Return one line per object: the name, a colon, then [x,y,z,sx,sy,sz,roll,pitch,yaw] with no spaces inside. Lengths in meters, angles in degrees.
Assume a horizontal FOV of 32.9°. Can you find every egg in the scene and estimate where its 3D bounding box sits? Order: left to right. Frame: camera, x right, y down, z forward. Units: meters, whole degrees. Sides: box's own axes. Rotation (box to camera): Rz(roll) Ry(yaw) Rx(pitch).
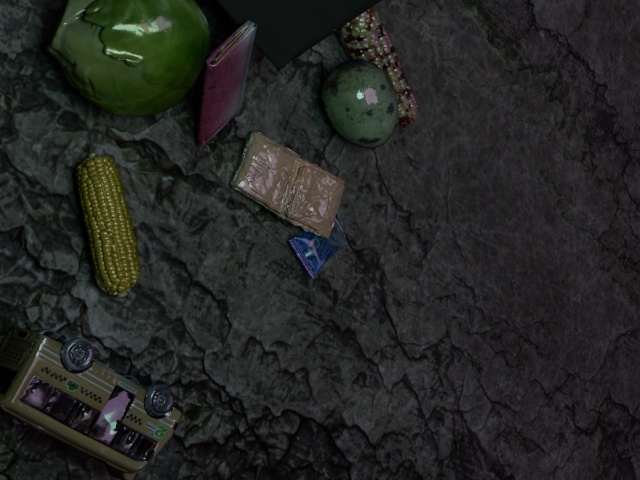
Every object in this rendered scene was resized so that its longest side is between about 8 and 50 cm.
egg: [0.078,-0.257,2.056,0.141,0.141,0.181,-48,125,-30]

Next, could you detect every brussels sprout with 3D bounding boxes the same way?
brussels sprout: [-0.292,-0.305,1.679,0.244,0.244,0.244,-1,92,-42]

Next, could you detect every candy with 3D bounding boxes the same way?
candy: [0.000,0.001,2.064,0.136,0.038,0.088,-43,105,-40]

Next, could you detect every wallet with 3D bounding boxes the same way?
wallet: [-0.160,-0.257,1.814,0.025,0.232,0.119,34,60,9]

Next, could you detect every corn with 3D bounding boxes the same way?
corn: [-0.338,-0.023,1.733,0.080,0.080,0.238,-18,104,-40]
corn: [0.111,-0.346,2.124,0.092,0.092,0.280,-49,125,-30]

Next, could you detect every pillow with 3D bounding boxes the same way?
pillow: [-0.054,-0.101,1.995,0.232,0.043,0.126,29,75,-31]

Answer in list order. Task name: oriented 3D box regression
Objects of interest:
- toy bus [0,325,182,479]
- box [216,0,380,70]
toy bus: [-0.365,0.250,1.675,0.289,0.139,0.157,38,71,-34]
box: [-0.084,-0.505,1.779,0.345,0.251,0.204,46,19,-36]
